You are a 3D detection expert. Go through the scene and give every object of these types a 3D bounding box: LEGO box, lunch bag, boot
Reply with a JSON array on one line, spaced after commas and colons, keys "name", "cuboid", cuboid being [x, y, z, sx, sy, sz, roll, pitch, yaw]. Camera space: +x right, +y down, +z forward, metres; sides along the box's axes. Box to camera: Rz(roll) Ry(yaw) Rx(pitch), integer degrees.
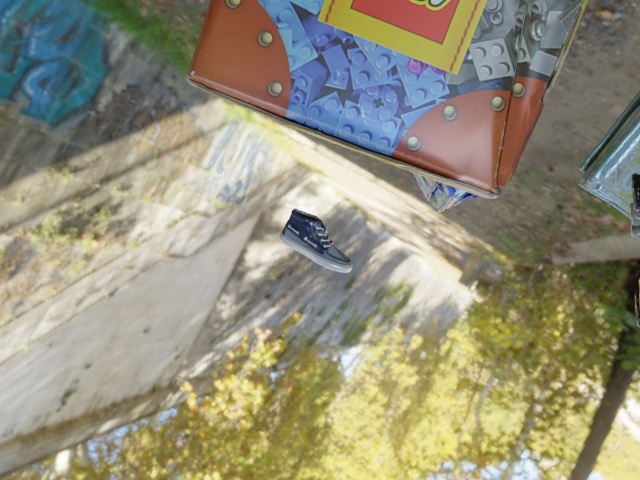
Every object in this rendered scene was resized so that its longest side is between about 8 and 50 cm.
[{"name": "LEGO box", "cuboid": [0.076, -0.268, 0.579, 0.193, 0.373, 0.500, 20, -170, -4]}, {"name": "lunch bag", "cuboid": [0.223, -0.147, 1.273, 0.176, 0.090, 0.219, 63, 180, 6]}, {"name": "boot", "cuboid": [0.000, 0.000, 1.608, 0.190, 0.086, 0.069, 26, -158, 5]}]

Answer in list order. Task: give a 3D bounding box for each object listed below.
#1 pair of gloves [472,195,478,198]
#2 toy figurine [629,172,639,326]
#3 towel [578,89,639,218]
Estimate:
[{"name": "pair of gloves", "cuboid": [0.373, -0.178, 1.434, 0.023, 0.198, 0.159, 37, -152, 30]}, {"name": "toy figurine", "cuboid": [0.483, 0.015, 0.880, 0.148, 0.213, 0.209, -3, 164, 22]}, {"name": "towel", "cuboid": [0.842, -0.210, 1.635, 0.320, 0.374, 0.090, 30, -162, -17]}]
